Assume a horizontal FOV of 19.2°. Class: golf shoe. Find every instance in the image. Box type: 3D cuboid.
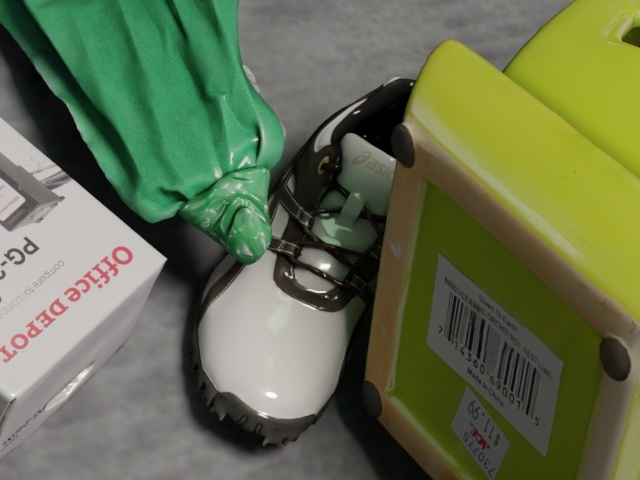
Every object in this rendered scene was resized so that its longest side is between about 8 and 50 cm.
[{"bbox_3d":[0.000,0.000,0.863,0.077,0.094,0.198,27,49,-8],"label":"golf shoe"}]

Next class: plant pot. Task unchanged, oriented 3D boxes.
[{"bbox_3d":[0.151,0.026,0.804,0.207,0.227,0.228,-16,42,-29],"label":"plant pot"}]

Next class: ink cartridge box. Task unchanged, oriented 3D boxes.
[{"bbox_3d":[-0.157,0.006,0.798,0.150,0.063,0.109,39,48,6],"label":"ink cartridge box"}]

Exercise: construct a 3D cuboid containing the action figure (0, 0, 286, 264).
[{"bbox_3d":[-0.078,-0.080,0.881,0.137,0.063,0.232,-26,57,-4],"label":"action figure"}]
